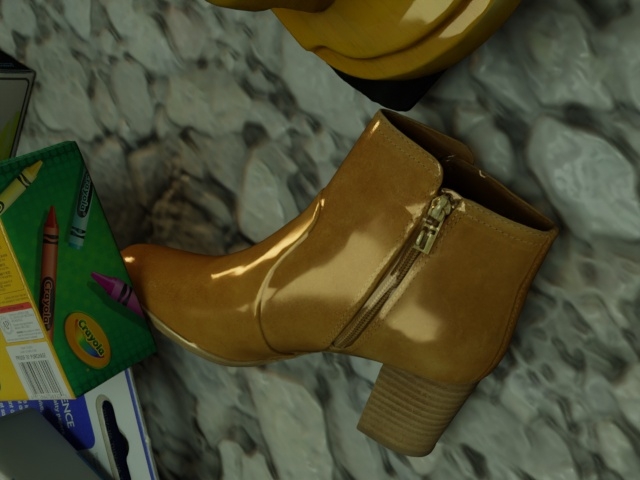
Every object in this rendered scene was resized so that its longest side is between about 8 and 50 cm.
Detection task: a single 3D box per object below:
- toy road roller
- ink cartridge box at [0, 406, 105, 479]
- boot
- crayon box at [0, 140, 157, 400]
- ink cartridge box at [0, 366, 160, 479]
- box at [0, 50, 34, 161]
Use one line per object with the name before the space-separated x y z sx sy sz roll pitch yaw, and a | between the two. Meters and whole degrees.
toy road roller | -0.007 -0.241 0.528 0.202 0.240 0.329 -46 73 28
ink cartridge box | -0.260 0.264 0.782 0.139 0.082 0.190 37 114 22
boot | 0.000 0.001 0.642 0.295 0.104 0.211 27 114 15
crayon box | -0.265 0.036 0.712 0.278 0.081 0.165 -10 103 42
ink cartridge box | -0.248 0.194 0.852 0.307 0.072 0.303 -15 88 31
box | -0.422 -0.144 0.892 0.290 0.087 0.169 30 112 25
